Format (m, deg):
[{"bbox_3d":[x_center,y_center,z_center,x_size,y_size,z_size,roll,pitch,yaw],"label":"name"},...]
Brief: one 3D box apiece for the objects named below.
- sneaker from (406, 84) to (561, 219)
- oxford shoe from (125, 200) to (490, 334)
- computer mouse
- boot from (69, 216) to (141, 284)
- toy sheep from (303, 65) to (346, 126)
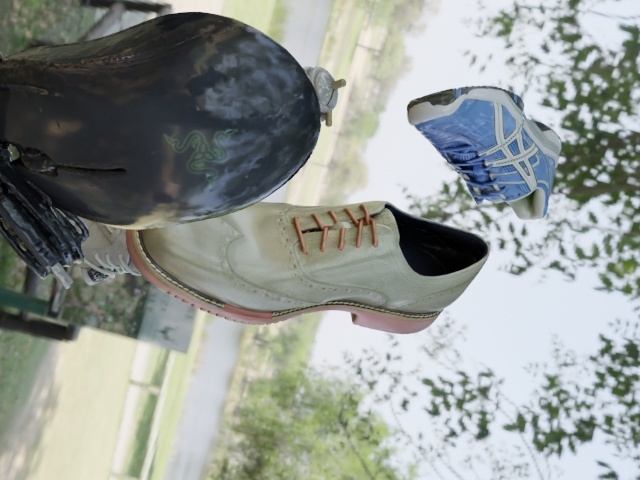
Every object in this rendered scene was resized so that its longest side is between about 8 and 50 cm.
[{"bbox_3d":[0.154,-0.077,0.774,0.080,0.211,0.081,-9,-109,44],"label":"sneaker"},{"bbox_3d":[0.000,0.000,0.898,0.146,0.397,0.141,-45,-130,42],"label":"oxford shoe"},{"bbox_3d":[-0.129,-0.051,0.522,0.188,0.272,0.072,64,33,-30],"label":"computer mouse"},{"bbox_3d":[-0.234,0.020,1.070,0.123,0.095,0.258,-42,-139,0],"label":"boot"},{"bbox_3d":[-0.018,-0.195,1.187,0.091,0.132,0.091,22,63,-52],"label":"toy sheep"}]
